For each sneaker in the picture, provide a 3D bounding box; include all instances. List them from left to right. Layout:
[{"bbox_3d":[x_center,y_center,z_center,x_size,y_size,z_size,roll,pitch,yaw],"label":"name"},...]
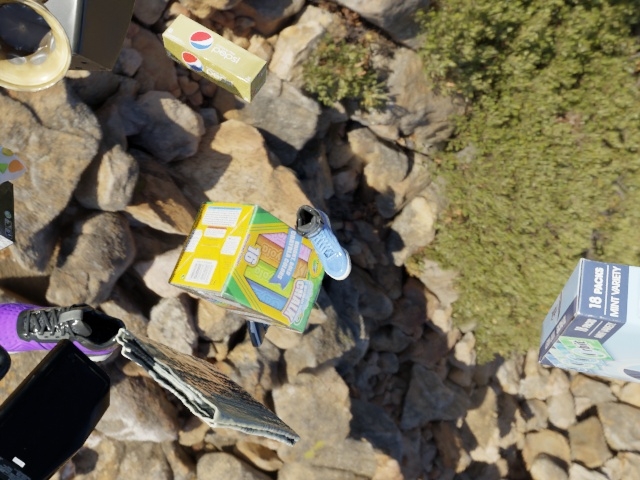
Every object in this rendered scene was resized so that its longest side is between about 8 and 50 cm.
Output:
[{"bbox_3d":[-0.527,0.166,1.095,0.293,0.146,0.102,16,56,-39],"label":"sneaker"},{"bbox_3d":[-0.145,0.188,1.514,0.097,0.234,0.084,-3,133,5],"label":"sneaker"},{"bbox_3d":[-0.001,0.000,1.002,0.085,0.058,0.152,26,37,-56],"label":"sneaker"}]

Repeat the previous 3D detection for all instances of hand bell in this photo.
[{"bbox_3d":[-0.398,-0.320,0.755,0.126,0.242,0.126,-9,135,-9],"label":"hand bell"}]

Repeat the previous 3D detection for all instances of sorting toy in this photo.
[{"bbox_3d":[-0.501,-0.106,0.818,0.083,0.045,0.075,19,56,-4],"label":"sorting toy"}]

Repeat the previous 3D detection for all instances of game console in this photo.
[{"bbox_3d":[-0.470,0.188,0.777,0.361,0.044,0.213,56,45,-25],"label":"game console"}]

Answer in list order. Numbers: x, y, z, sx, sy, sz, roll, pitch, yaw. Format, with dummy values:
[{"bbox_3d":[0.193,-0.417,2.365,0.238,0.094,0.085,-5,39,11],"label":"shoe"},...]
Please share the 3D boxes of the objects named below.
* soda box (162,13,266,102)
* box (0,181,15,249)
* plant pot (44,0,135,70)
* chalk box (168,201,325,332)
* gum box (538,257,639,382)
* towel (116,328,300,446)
[{"bbox_3d":[-0.187,-0.325,0.982,0.181,0.061,0.058,29,69,4],"label":"soda box"},{"bbox_3d":[-0.742,-0.097,1.172,0.045,0.184,0.190,-25,147,7],"label":"box"},{"bbox_3d":[-0.484,-0.423,1.052,0.188,0.187,0.166,3,94,9],"label":"plant pot"},{"bbox_3d":[-0.112,0.065,1.092,0.289,0.180,0.179,34,70,-44],"label":"chalk box"},{"bbox_3d":[0.260,0.070,0.377,0.157,0.185,0.041,61,40,-64],"label":"gum box"},{"bbox_3d":[-0.224,0.299,1.081,0.056,0.312,0.324,-57,144,-9],"label":"towel"}]
